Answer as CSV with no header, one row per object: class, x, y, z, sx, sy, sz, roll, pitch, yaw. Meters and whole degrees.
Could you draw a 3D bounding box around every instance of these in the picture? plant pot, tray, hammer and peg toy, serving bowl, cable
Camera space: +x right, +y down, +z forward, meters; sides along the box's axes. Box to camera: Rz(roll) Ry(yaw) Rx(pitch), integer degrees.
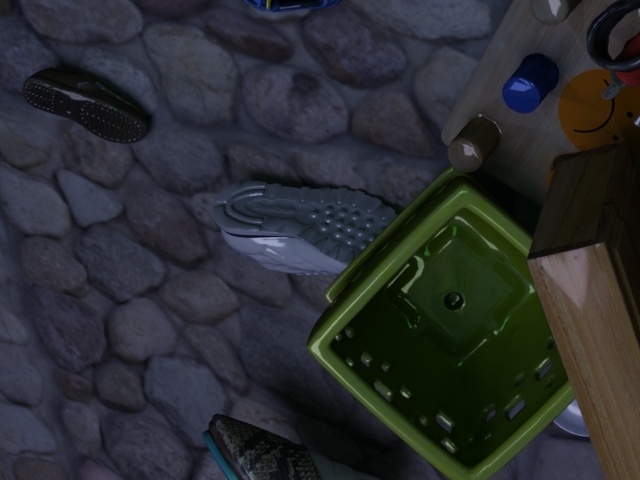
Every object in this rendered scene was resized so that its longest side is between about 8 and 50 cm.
plant pot,0.138,0.071,1.778,0.227,0.207,0.228,42,100,-10
tray,0.291,0.141,1.582,0.076,0.203,0.411,-13,113,22
hammer and peg toy,0.279,-0.161,1.621,0.266,0.127,0.361,33,130,8
serving bowl,0.279,0.168,1.921,0.083,0.027,0.083,17,129,21
cable,0.327,-0.197,1.470,0.139,0.072,0.287,46,120,19

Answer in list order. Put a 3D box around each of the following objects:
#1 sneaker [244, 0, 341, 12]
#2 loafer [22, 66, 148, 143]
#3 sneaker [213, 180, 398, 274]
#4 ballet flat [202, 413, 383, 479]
sneaker,-0.067,-0.267,1.795,0.209,0.082,0.069,10,128,28
loafer,-0.258,-0.158,2.016,0.148,0.050,0.056,24,137,-5
sneaker,0.000,0.000,1.953,0.235,0.090,0.095,15,147,23
ballet flat,0.040,0.387,2.071,0.182,0.164,0.483,-25,94,-3
